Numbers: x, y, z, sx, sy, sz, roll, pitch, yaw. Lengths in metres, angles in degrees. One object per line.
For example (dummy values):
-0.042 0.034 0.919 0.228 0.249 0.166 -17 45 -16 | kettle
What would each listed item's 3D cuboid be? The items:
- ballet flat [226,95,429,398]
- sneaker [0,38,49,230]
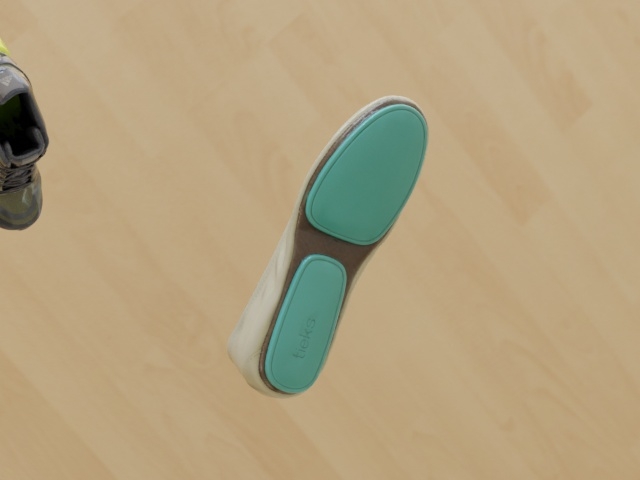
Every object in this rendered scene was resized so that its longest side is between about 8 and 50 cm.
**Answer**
0.000 0.000 0.987 0.086 0.086 0.248 29 87 -21 | ballet flat
-0.390 -0.111 1.583 0.111 0.121 0.300 -32 145 -24 | sneaker
